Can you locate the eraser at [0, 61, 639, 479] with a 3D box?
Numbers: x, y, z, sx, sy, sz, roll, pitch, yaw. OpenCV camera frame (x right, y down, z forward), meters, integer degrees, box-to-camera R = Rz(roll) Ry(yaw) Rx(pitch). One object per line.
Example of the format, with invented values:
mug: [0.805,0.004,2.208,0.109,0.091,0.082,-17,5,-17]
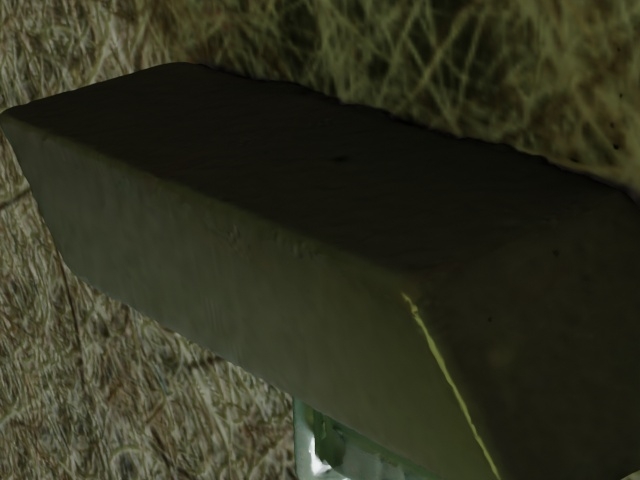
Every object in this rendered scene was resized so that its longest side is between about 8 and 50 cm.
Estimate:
eraser: [0.000,0.001,0.652,0.352,0.111,0.077,23,127,50]

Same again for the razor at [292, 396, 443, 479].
razor: [0.069,0.104,0.651,0.278,0.056,0.111,27,126,48]
